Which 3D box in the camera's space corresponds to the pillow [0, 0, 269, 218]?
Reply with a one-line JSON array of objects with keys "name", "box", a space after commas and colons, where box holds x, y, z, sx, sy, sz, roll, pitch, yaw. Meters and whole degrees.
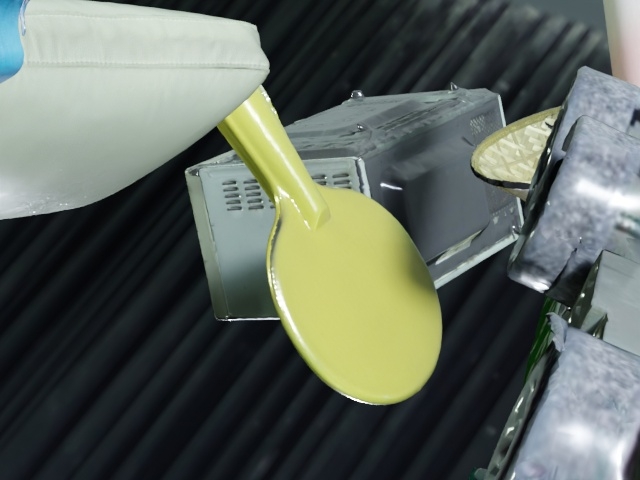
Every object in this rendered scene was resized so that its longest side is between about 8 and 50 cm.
[{"name": "pillow", "box": [-0.219, -0.087, 1.225, 0.255, 0.322, 0.120, -28, 75, 37]}]

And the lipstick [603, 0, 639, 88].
[{"name": "lipstick", "box": [0.295, -0.209, 1.543, 0.087, 0.327, 0.087, 2, 138, 1]}]

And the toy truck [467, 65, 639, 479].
[{"name": "toy truck", "box": [0.120, 0.078, 0.522, 0.176, 0.363, 0.178, 23, 110, 4]}]

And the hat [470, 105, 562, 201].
[{"name": "hat", "box": [0.155, -0.025, 0.909, 0.146, 0.146, 0.067, 3, 114, 42]}]

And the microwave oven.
[{"name": "microwave oven", "box": [0.050, -0.057, 2.114, 0.286, 0.355, 0.219, -4, 104, 35]}]

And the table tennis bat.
[{"name": "table tennis bat", "box": [0.000, 0.000, 1.760, 0.054, 0.224, 0.369, -27, 98, 42]}]

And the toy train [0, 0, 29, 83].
[{"name": "toy train", "box": [-0.314, -0.171, 0.952, 0.300, 0.265, 0.188, 62, -175, -5]}]
